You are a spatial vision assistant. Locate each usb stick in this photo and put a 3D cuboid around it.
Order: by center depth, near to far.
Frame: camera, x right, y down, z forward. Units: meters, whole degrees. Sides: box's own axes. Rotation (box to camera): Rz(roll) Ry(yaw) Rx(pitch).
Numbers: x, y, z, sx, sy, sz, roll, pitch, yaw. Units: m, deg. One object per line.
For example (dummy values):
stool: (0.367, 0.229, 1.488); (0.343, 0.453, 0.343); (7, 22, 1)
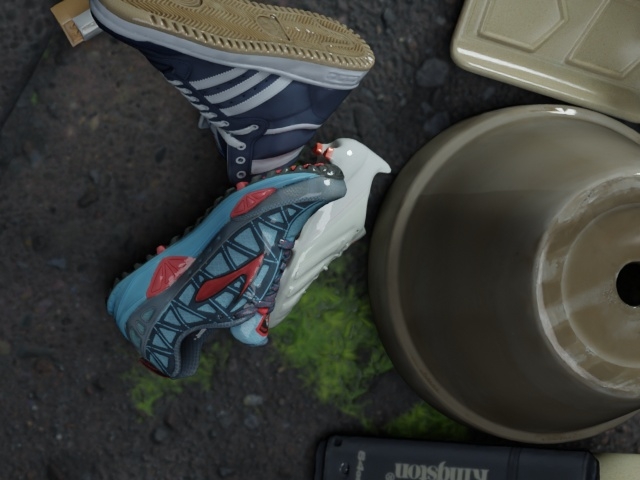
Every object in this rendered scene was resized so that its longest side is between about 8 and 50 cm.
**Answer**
usb stick: (0.128, 0.226, 1.834); (0.278, 0.045, 0.077); (2, 86, 21)

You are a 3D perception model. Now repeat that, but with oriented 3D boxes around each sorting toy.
sorting toy: (0.289, -0.232, 1.826); (0.307, 0.041, 0.229); (15, 97, -17)

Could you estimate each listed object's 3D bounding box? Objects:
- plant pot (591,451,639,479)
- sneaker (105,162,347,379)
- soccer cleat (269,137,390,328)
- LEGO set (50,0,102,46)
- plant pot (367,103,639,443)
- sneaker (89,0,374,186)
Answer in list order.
plant pot: (0.339, 0.310, 1.879); (0.274, 0.256, 0.257); (21, 99, 3)
sneaker: (-0.065, 0.032, 1.748); (0.262, 0.104, 0.125); (-37, 76, 23)
soccer cleat: (0.000, 0.000, 1.811); (0.076, 0.068, 0.196); (23, 97, -22)
LEGO set: (-0.127, -0.290, 1.696); (0.287, 0.132, 0.107); (-33, 87, 27)
plant pot: (0.228, 0.032, 1.721); (0.323, 0.280, 0.323); (0, 91, -12)
sneaker: (-0.099, -0.136, 1.690); (0.282, 0.099, 0.153); (10, 129, -38)
